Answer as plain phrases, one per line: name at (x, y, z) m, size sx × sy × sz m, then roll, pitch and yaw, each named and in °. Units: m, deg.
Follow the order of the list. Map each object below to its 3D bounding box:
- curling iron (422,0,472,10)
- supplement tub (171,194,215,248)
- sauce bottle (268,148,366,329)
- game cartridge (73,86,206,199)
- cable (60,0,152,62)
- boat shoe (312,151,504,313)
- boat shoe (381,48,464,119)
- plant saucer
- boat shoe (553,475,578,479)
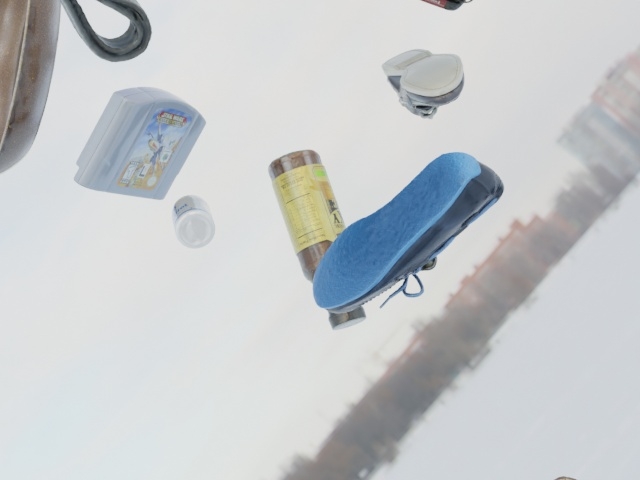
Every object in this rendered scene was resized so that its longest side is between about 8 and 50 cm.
curling iron at (0.052, -0.331, 1.539) m, size 0.035 × 0.274 × 0.068 m, roll -8°, pitch -66°, yaw -87°
supplement tub at (-0.222, -0.033, 2.314) m, size 0.071 × 0.071 × 0.107 m, roll -49°, pitch 19°, yaw 6°
sauce bottle at (0.000, 0.000, 2.528) m, size 0.111 × 0.344 × 0.111 m, roll -18°, pitch -11°, yaw -4°
game cartridge at (-0.311, -0.173, 2.361) m, size 0.198 × 0.062 × 0.297 m, roll -56°, pitch -18°, yaw 10°
cable at (-0.233, -0.244, 1.194) m, size 0.139 × 0.072 × 0.287 m, roll -34°, pitch -39°, yaw -13°
boat shoe at (0.099, 0.010, 1.456) m, size 0.089 × 0.109 × 0.258 m, roll 18°, pitch -41°, yaw -40°
boat shoe at (0.128, -0.179, 1.560) m, size 0.075 × 0.065 × 0.206 m, roll -26°, pitch 19°, yaw -6°
plant saucer at (-0.372, -0.223, 1.643) m, size 0.310 × 0.050 × 0.311 m, roll -170°, pitch 90°, yaw -67°
boat shoe at (0.350, 0.445, 1.954) m, size 0.324 × 0.123 × 0.116 m, roll -57°, pitch -24°, yaw -57°
